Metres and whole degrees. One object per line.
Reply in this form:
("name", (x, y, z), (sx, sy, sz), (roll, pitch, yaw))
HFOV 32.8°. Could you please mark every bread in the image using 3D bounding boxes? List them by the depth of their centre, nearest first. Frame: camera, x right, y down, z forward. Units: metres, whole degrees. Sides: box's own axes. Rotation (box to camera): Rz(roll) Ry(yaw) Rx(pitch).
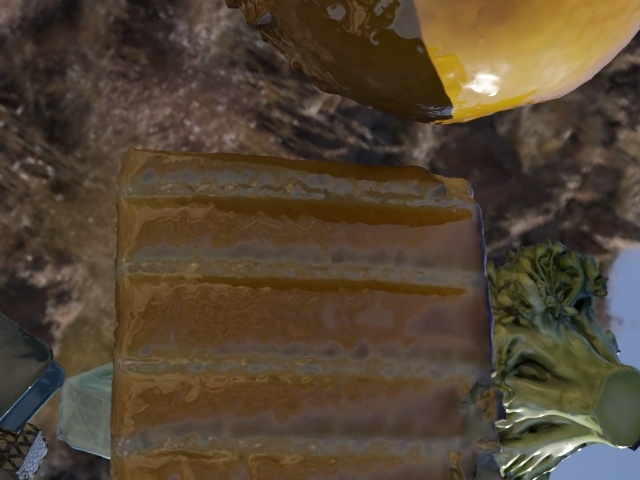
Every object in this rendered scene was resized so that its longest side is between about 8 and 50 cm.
("bread", (-0.005, 0.074, 0.674), (0.111, 0.246, 0.239), (118, -28, -65))

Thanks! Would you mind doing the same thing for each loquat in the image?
("loquat", (0.080, -0.232, 0.715), (0.328, 0.328, 0.328), (-56, -175, 7))

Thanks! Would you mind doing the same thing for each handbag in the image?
("handbag", (-0.470, 0.206, 1.435), (0.229, 0.179, 0.062), (-50, 151, -23))

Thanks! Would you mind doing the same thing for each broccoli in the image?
("broccoli", (0.249, 0.161, 1.208), (0.248, 0.288, 0.245), (-34, -159, -17))

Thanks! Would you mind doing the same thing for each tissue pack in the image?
("tissue pack", (-0.136, 0.167, 1.195), (0.263, 0.177, 0.089), (-17, 113, -58))

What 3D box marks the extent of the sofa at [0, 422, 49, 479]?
("sofa", (-0.260, 0.137, 0.787), (0.060, 0.118, 0.039), (102, 10, -63))
